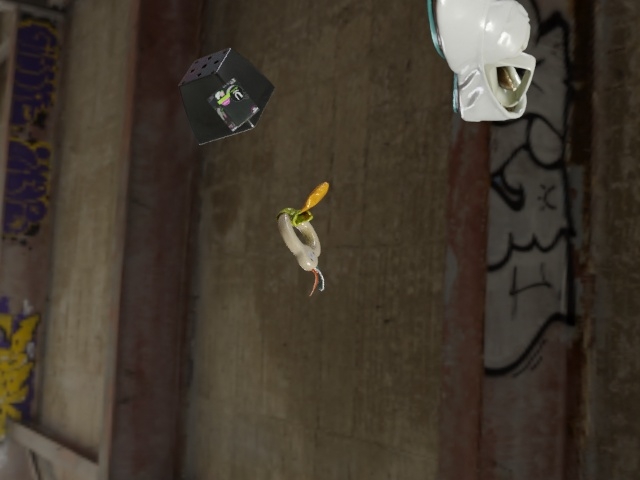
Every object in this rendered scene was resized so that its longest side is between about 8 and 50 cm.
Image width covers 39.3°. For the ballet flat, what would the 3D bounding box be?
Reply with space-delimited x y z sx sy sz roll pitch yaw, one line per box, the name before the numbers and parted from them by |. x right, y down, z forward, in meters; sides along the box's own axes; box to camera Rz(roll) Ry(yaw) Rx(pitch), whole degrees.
ballet flat | 0.248 -0.285 1.306 0.139 0.400 0.139 -4 -108 14

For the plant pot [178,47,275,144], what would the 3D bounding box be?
plant pot | -0.259 -0.391 2.344 0.187 0.167 0.188 -12 -143 30

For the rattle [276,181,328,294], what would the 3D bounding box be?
rattle | 0.000 0.000 1.942 0.143 0.130 0.199 -27 -116 8

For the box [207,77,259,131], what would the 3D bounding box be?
box | -0.176 -0.273 1.804 0.083 0.062 0.052 52 -18 -9
